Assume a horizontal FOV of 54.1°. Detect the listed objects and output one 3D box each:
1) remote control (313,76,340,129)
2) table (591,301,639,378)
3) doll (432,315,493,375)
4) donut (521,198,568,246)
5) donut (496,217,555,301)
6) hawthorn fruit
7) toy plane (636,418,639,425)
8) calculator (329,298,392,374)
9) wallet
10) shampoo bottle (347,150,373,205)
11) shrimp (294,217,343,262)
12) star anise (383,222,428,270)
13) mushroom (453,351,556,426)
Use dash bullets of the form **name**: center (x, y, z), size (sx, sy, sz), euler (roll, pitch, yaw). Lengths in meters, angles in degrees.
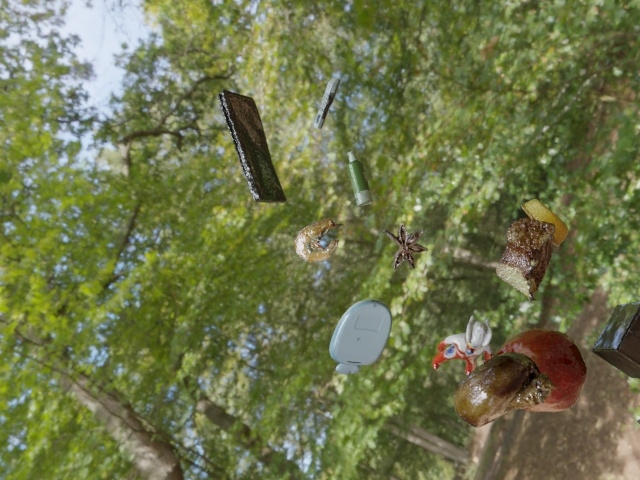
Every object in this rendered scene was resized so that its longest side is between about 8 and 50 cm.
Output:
- **remote control**: center (0.022, -0.428, 1.958), size (0.065, 0.029, 0.166), euler (-122, 50, -67)
- **table**: center (1.045, 0.329, 2.063), size (0.193, 0.169, 0.172), euler (-55, -2, -11)
- **doll**: center (0.501, 0.370, 2.143), size (0.384, 0.189, 0.099), euler (95, -174, -57)
- **donut**: center (0.677, -0.060, 1.876), size (0.065, 0.162, 0.178), euler (-43, -17, 16)
- **donut**: center (0.556, 0.046, 1.694), size (0.144, 0.126, 0.186), euler (-47, -35, -24)
- **hawthorn fruit**: center (0.696, 0.442, 2.071), size (0.369, 0.284, 0.284), euler (-11, -52, -28)
- **toy plane**: center (0.865, 0.510, 1.542), size (0.078, 0.197, 0.053), euler (-15, -31, -36)
- **calculator**: center (0.130, 0.319, 2.030), size (0.042, 0.189, 0.302), euler (-118, 40, -59)
- **wallet**: center (-0.140, -0.193, 1.310), size (0.124, 0.025, 0.244), euler (-8, -104, -64)
- **shampoo bottle**: center (0.139, -0.231, 2.310), size (0.065, 0.065, 0.204), euler (9, -116, -72)
- **shrimp**: center (0.000, -0.001, 2.113), size (0.187, 0.132, 0.052), euler (-36, -1, 14)
- **star anise**: center (0.359, 0.022, 2.601), size (0.063, 0.172, 0.207), euler (-124, 17, -75)
- **mushroom**: center (0.505, 0.413, 1.760), size (0.278, 0.163, 0.297), euler (-30, -22, 22)
